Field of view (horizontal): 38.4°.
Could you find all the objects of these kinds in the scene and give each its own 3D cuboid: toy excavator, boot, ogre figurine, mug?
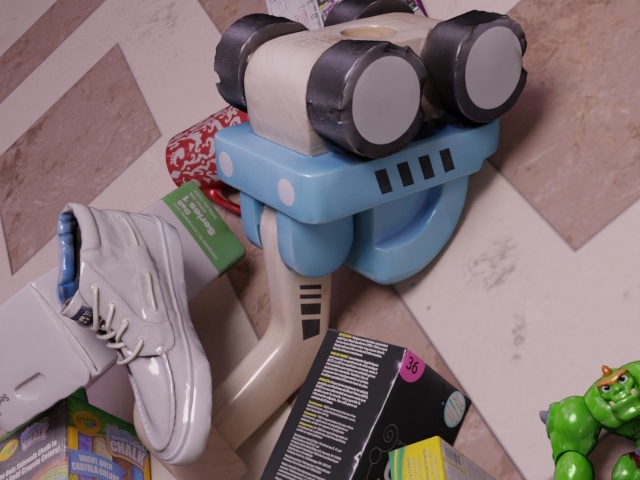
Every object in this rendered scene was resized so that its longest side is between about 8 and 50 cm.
[{"bbox_3d":[0.000,0.000,0.955,0.432,0.446,0.222,-21,29,-32],"label":"toy excavator"},{"bbox_3d":[-0.184,0.083,0.849,0.095,0.123,0.258,-40,53,34],"label":"boot"},{"bbox_3d":[0.253,0.152,0.711,0.197,0.096,0.118,-44,57,31],"label":"ogre figurine"},{"bbox_3d":[-0.115,-0.108,1.190,0.169,0.113,0.150,-18,49,34],"label":"mug"}]

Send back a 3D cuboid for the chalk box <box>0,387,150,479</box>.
[{"bbox_3d":[-0.282,0.272,1.040,0.132,0.132,0.213,-32,44,20],"label":"chalk box"}]

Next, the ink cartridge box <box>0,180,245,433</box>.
[{"bbox_3d":[-0.246,0.070,1.035,0.201,0.117,0.278,-32,6,38],"label":"ink cartridge box"}]

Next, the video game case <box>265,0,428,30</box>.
[{"bbox_3d":[0.029,-0.318,1.267,0.210,0.042,0.232,-31,45,19],"label":"video game case"}]

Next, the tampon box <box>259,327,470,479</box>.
[{"bbox_3d":[0.042,0.183,0.838,0.101,0.120,0.161,10,68,44],"label":"tampon box"}]

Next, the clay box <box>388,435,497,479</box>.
[{"bbox_3d":[0.113,0.279,0.705,0.053,0.127,0.222,-24,48,25],"label":"clay box"}]
